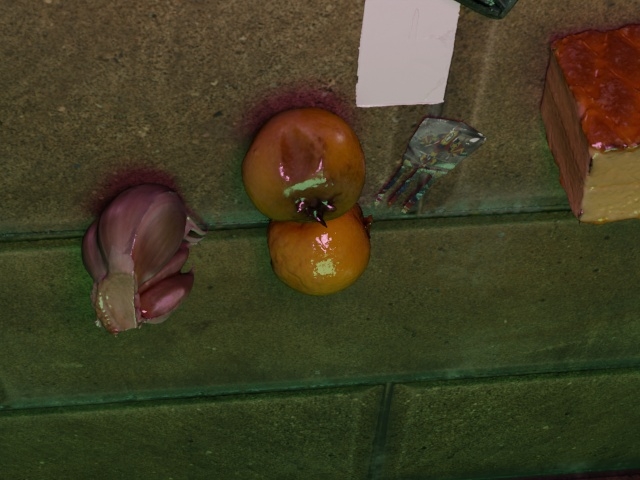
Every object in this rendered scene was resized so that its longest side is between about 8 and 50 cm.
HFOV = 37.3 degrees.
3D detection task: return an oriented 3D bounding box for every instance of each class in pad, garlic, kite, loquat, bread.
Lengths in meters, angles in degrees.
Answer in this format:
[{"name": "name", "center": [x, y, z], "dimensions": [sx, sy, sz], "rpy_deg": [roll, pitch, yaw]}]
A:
[{"name": "pad", "center": [0.138, -0.303, 1.540], "dimensions": [0.156, 0.004, 0.232], "rpy_deg": [-3, 142, -4]}, {"name": "garlic", "center": [-0.314, 0.024, 1.727], "dimensions": [0.210, 0.292, 0.237], "rpy_deg": [-29, 113, 39]}, {"name": "kite", "center": [0.192, -0.136, 1.754], "dimensions": [0.141, 0.015, 0.245], "rpy_deg": [17, 133, -26]}, {"name": "loquat", "center": [-0.028, -0.122, 1.588], "dimensions": [0.213, 0.213, 0.213], "rpy_deg": [-4, 142, -3]}, {"name": "bread", "center": [0.523, -0.191, 1.530], "dimensions": [0.279, 0.279, 0.207], "rpy_deg": [-9, 140, -2]}, {"name": "loquat", "center": [0.000, 0.000, 1.751], "dimensions": [0.208, 0.208, 0.208], "rpy_deg": [-4, 142, -3]}]

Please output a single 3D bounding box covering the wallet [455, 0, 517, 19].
[{"name": "wallet", "center": [0.210, -0.422, 1.362], "dimensions": [0.236, 0.055, 0.160], "rpy_deg": [18, 130, -27]}]
